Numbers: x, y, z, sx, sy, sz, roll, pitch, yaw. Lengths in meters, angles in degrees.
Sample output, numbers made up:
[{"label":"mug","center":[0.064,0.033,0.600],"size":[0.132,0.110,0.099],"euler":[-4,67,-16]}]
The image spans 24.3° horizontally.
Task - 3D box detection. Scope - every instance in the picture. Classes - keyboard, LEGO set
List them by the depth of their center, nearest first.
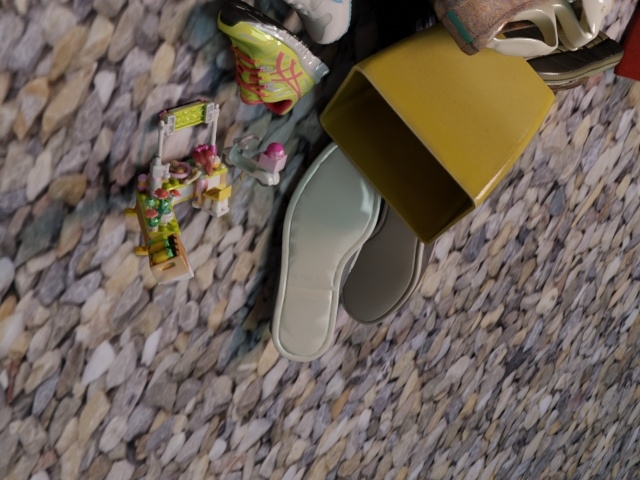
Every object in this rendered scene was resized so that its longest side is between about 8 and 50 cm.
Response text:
[{"label":"LEGO set","center":[-0.146,-0.069,1.617],"size":[0.287,0.132,0.107],"euler":[-49,152,-56]},{"label":"keyboard","center":[0.145,-0.291,1.903],"size":[0.201,0.033,0.317],"euler":[-41,148,-19]}]

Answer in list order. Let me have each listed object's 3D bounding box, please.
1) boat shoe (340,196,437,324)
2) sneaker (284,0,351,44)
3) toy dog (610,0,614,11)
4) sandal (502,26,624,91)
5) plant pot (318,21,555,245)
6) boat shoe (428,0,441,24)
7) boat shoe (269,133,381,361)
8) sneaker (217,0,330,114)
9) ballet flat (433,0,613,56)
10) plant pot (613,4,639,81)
[{"label":"boat shoe","center":[0.122,-0.024,2.053],"size":[0.095,0.112,0.335],"euler":[-36,153,-49]},{"label":"sneaker","center":[-0.033,-0.295,1.605],"size":[0.092,0.087,0.228],"euler":[-38,140,-14]},{"label":"toy dog","center":[0.468,-0.451,2.064],"size":[0.220,0.161,0.333],"euler":[-17,133,-46]},{"label":"sandal","center":[0.337,-0.254,2.134],"size":[0.303,0.120,0.086],"euler":[-11,143,-51]},{"label":"plant pot","center":[0.152,-0.151,1.795],"size":[0.187,0.212,0.212],"euler":[-41,178,-18]},{"label":"boat shoe","center":[0.275,-0.373,1.849],"size":[0.342,0.123,0.123],"euler":[-40,157,-7]},{"label":"boat shoe","center":[0.000,0.000,1.960],"size":[0.099,0.116,0.319],"euler":[-97,-160,-69]},{"label":"sneaker","center":[-0.062,-0.195,1.658],"size":[0.094,0.081,0.208],"euler":[-53,150,2]},{"label":"ballet flat","center":[0.264,-0.270,1.746],"size":[0.316,0.106,0.107],"euler":[-17,166,-34]},{"label":"plant pot","center":[0.663,-0.357,2.362],"size":[0.267,0.267,0.235],"euler":[-14,119,-48]}]
